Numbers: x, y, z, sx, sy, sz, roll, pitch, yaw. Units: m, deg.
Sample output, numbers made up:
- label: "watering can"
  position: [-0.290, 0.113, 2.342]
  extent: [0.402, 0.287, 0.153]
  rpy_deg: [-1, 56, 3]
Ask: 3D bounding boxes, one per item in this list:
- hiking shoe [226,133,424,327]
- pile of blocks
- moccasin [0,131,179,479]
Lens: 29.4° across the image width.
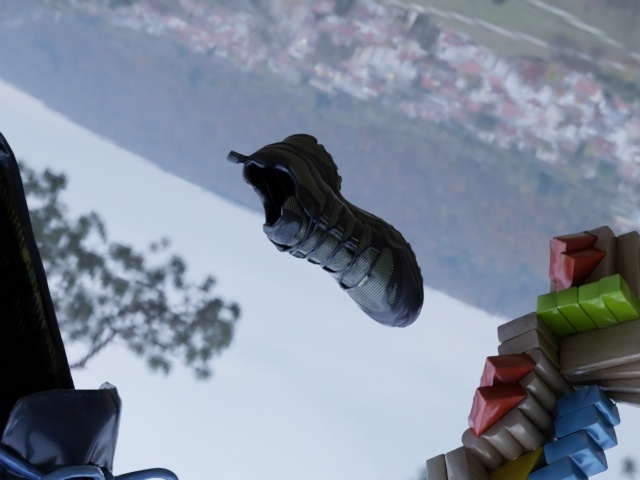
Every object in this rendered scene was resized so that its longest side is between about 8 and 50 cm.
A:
- label: "hiking shoe"
  position: [0.000, 0.000, 1.142]
  extent: [0.114, 0.086, 0.227]
  rpy_deg: [-17, -120, -48]
- label: "pile of blocks"
  position: [0.210, 0.124, 1.094]
  extent: [0.149, 0.362, 0.112]
  rpy_deg: [5, 148, 46]
- label: "moccasin"
  position: [-0.158, 0.098, 0.616]
  extent: [0.138, 0.117, 0.342]
  rpy_deg: [2, -115, -80]
